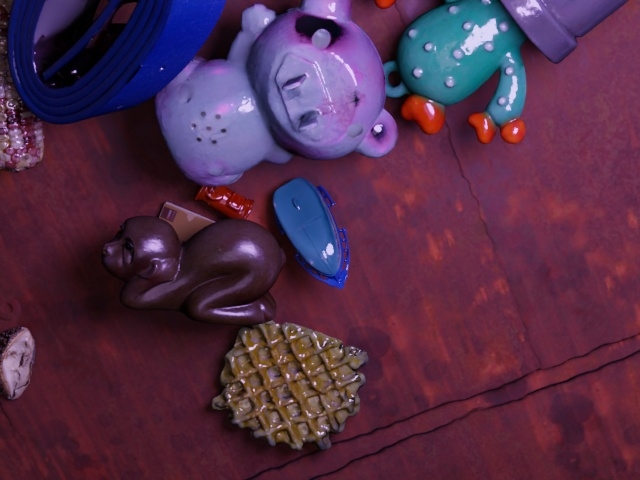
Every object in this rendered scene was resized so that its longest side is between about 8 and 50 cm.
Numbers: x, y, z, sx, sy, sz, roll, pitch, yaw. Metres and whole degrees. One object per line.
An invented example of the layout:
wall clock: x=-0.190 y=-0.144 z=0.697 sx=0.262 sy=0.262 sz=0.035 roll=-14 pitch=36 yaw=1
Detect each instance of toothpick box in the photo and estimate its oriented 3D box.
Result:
toothpick box: x=-0.141 y=-0.058 z=1.521 sx=0.083 sy=0.047 sz=0.047 roll=30 pitch=104 yaw=-10

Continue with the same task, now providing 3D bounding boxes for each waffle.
waffle: x=-0.045 y=0.223 z=1.606 sx=0.223 sy=0.054 sz=0.204 roll=20 pitch=105 yaw=-6

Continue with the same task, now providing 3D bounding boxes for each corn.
corn: x=-0.434 y=-0.236 z=1.434 sx=0.098 sy=0.098 sz=0.290 roll=-1 pitch=106 yaw=-1

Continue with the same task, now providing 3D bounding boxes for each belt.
belt: x=-0.260 y=-0.290 z=1.321 sx=0.347 sy=0.117 sz=0.212 roll=-40 pitch=80 yaw=38

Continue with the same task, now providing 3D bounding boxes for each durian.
durian: x=-0.475 y=0.184 z=1.598 sx=0.066 sy=0.052 sz=0.130 roll=-2 pitch=115 yaw=-42

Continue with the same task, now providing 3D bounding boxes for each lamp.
lamp: x=-0.064 y=-0.187 z=1.390 sx=0.301 sy=0.247 sz=0.247 roll=-17 pitch=104 yaw=11

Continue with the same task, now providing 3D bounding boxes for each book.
book: x=-0.171 y=0.027 z=1.565 sx=0.172 sy=0.012 sz=0.118 roll=22 pitch=104 yaw=-8

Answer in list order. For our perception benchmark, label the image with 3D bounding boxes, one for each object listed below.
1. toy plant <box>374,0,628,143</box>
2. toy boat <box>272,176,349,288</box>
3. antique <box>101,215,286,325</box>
toy plant: x=0.241 y=-0.308 z=1.393 sx=0.400 sy=0.185 sz=0.279 roll=-34 pitch=111 yaw=25
toy boat: x=0.000 y=0.000 z=1.524 sx=0.091 sy=0.110 sz=0.175 roll=-30 pitch=64 yaw=6
antique: x=-0.178 y=0.031 z=1.486 sx=0.256 sy=0.121 sz=0.143 roll=9 pitch=119 yaw=-5
